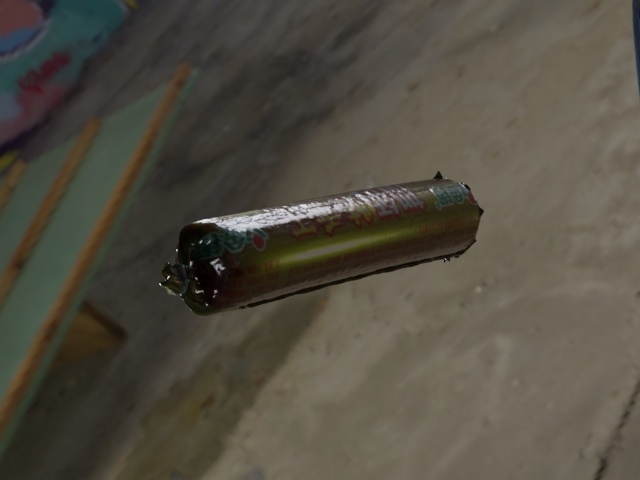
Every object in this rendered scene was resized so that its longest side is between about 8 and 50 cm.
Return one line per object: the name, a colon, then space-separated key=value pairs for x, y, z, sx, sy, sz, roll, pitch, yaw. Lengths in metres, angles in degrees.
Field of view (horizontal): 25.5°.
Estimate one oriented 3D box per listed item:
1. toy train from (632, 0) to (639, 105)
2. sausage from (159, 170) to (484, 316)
toy train: x=0.144 y=-0.075 z=0.538 sx=0.055 sy=0.048 sz=0.252 roll=130 pitch=152 yaw=-58
sausage: x=0.000 y=0.000 z=1.107 sx=0.082 sy=0.082 sz=0.371 roll=-28 pitch=-10 yaw=36
